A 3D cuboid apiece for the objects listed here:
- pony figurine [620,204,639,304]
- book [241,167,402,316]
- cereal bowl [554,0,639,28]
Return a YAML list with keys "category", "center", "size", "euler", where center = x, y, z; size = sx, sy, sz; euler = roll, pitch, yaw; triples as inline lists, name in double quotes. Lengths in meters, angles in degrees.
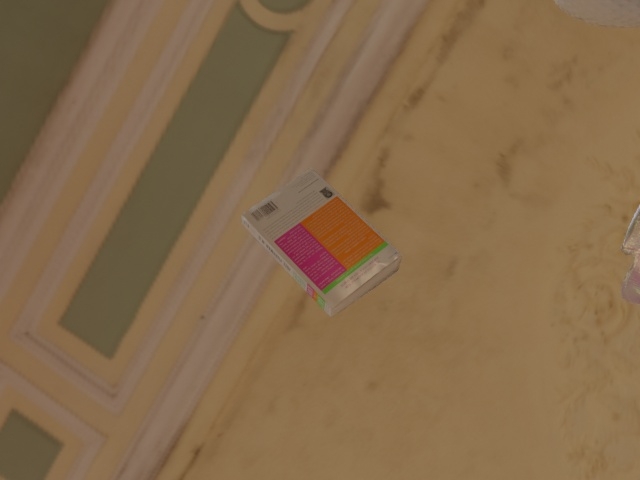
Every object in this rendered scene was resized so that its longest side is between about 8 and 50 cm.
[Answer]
- category: "pony figurine"
  center: [0.425, -0.057, 0.796]
  size: [0.303, 0.363, 0.351]
  euler: [10, -76, -20]
- category: "book"
  center: [0.000, 0.000, 1.161]
  size: [0.096, 0.035, 0.144]
  euler: [-34, -114, -22]
- category: "cereal bowl"
  center: [0.271, -0.384, 1.149]
  size: [0.141, 0.339, 0.339]
  euler: [0, -90, 15]
